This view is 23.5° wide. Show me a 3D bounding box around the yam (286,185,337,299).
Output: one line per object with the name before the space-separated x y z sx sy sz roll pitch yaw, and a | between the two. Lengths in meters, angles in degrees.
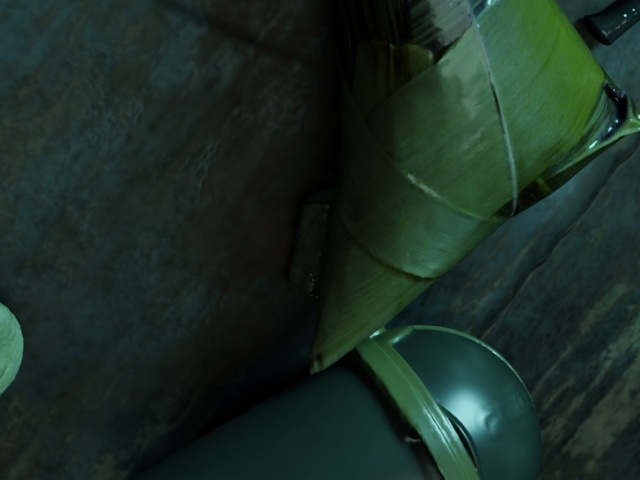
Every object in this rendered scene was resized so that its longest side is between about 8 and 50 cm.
yam | 0.000 0.000 1.213 0.043 0.043 0.094 0 114 -20

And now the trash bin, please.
trash bin | 0.023 0.193 1.212 0.333 0.214 0.214 -24 121 -12

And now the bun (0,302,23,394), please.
bun | -0.277 0.089 1.141 0.115 0.069 0.115 -9 119 -16

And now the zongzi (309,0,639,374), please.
zongzi | 0.037 -0.090 1.107 0.317 0.154 0.289 -44 118 -5

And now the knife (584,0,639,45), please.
knife | 0.299 -0.242 1.216 0.230 0.028 0.060 -38 109 -1
